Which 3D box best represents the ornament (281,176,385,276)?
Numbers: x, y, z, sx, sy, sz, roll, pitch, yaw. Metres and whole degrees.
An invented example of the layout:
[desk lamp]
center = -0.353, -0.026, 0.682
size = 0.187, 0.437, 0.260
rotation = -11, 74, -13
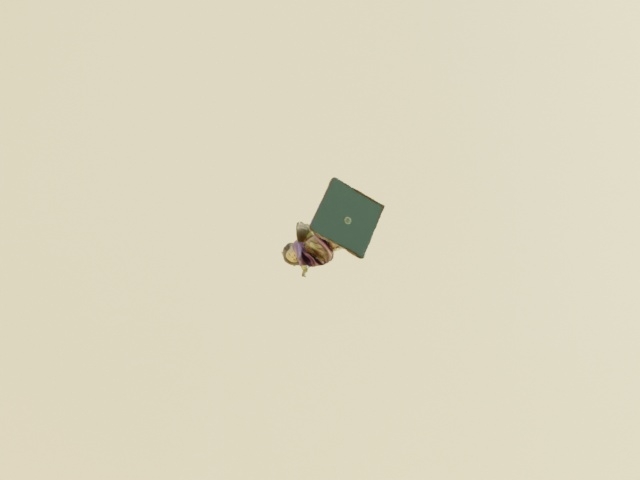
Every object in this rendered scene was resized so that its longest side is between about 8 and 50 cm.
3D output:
[ornament]
center = -0.002, 0.006, 1.478
size = 0.088, 0.203, 0.081
rotation = 31, -121, -12
